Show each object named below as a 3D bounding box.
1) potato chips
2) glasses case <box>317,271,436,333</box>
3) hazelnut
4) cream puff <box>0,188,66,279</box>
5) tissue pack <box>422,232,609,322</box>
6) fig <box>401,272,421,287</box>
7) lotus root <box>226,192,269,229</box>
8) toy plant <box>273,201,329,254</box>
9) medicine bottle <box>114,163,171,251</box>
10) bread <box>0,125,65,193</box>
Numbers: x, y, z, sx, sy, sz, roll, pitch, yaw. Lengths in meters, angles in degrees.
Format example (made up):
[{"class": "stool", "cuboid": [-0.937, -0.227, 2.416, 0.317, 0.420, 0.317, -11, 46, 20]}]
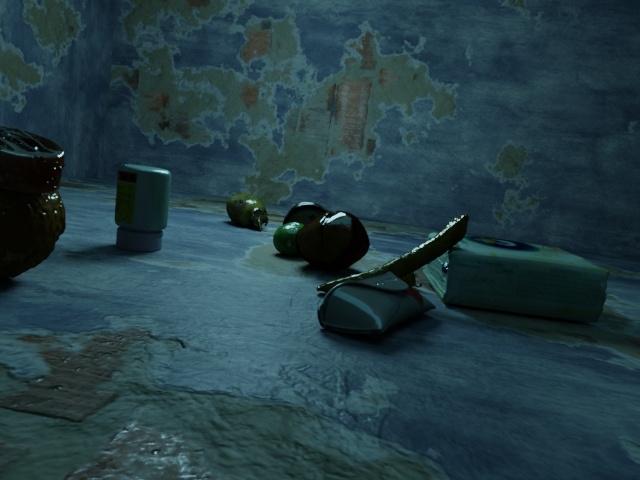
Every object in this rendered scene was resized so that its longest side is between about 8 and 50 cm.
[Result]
[{"class": "potato chips", "cuboid": [0.183, 0.055, 1.114, 0.406, 0.080, 0.057, -25, 7, -8]}, {"class": "glasses case", "cuboid": [0.127, 0.120, 0.933, 0.128, 0.083, 0.308, 12, 10, 32]}, {"class": "hazelnut", "cuboid": [0.038, -0.001, 1.366, 0.212, 0.181, 0.181, 1, 25, 21]}, {"class": "cream puff", "cuboid": [-0.633, -0.037, 0.856, 0.302, 0.212, 0.303, 16, 12, -3]}, {"class": "tissue pack", "cuboid": [0.494, 0.088, 1.249, 0.387, 0.162, 0.287, 8, 11, 0]}, {"class": "fig", "cuboid": [0.244, 0.107, 1.272, 0.050, 0.050, 0.083, 1, 21, -38]}, {"class": "lotus root", "cuboid": [-0.309, -0.126, 2.023, 0.154, 0.154, 0.278, 2, 15, -36]}, {"class": "toy plant", "cuboid": [-0.046, -0.033, 1.553, 0.217, 0.176, 0.235, -9, 19, 1]}, {"class": "medicine bottle", "cuboid": [-0.492, -0.091, 1.290, 0.139, 0.226, 0.139, 7, 9, -1]}, {"class": "bread", "cuboid": [-0.531, -0.143, 0.814, 0.160, 0.073, 0.160, 22, 15, -6]}]
